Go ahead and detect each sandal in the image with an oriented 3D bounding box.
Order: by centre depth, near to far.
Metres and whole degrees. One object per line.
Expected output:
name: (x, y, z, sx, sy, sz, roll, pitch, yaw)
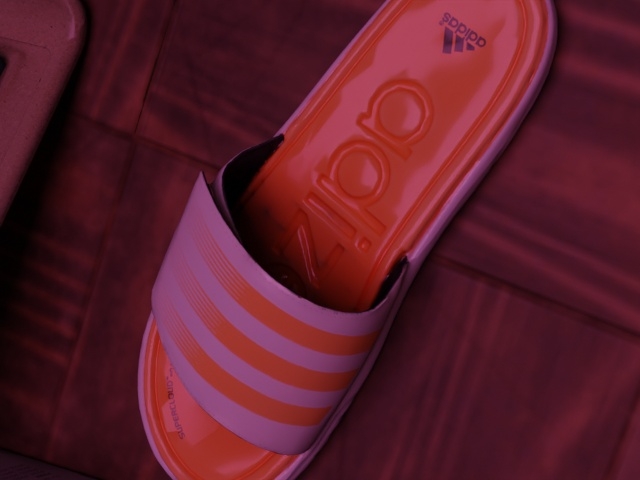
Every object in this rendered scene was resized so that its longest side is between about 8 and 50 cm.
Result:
sandal: (-0.008, -0.007, 0.514, 0.102, 0.076, 0.265, 37, 105, 18)

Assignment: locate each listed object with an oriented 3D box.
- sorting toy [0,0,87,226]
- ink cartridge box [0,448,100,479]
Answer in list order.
sorting toy: (-0.281, -0.049, 0.617, 0.307, 0.041, 0.229, 16, 79, 22)
ink cartridge box: (-0.202, 0.159, 0.575, 0.176, 0.127, 0.128, 11, 95, 21)
